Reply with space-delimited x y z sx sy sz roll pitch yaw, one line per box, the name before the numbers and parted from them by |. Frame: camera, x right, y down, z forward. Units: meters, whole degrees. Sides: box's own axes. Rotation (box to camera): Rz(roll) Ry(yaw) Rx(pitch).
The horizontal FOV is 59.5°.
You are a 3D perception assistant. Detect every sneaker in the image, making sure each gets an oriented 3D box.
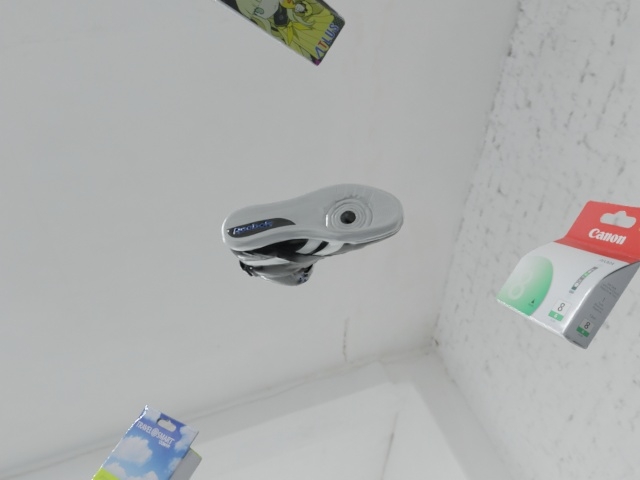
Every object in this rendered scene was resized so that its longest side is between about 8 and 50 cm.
sneaker | 0.000 0.000 0.690 0.217 0.079 0.121 -5 -35 14

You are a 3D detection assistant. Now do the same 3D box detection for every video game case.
video game case | -0.109 -0.219 0.406 0.210 0.232 0.041 25 -73 -32

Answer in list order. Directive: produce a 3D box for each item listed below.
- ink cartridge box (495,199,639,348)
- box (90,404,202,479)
ink cartridge box | 0.383 0.031 0.841 0.056 0.181 0.224 30 -88 -15
box | -0.234 0.311 0.711 0.178 0.109 0.042 -56 -38 -30
